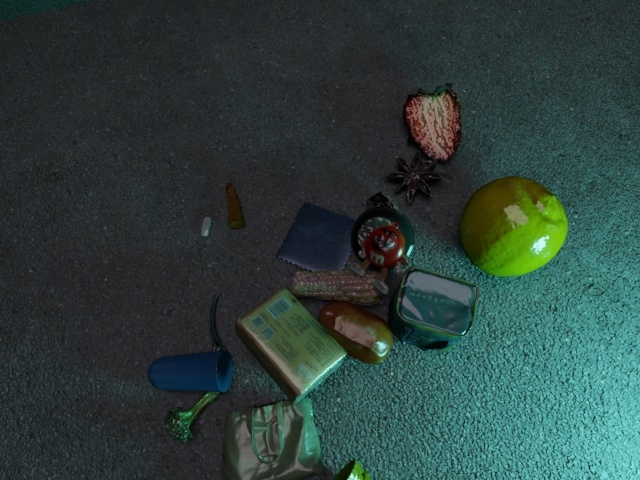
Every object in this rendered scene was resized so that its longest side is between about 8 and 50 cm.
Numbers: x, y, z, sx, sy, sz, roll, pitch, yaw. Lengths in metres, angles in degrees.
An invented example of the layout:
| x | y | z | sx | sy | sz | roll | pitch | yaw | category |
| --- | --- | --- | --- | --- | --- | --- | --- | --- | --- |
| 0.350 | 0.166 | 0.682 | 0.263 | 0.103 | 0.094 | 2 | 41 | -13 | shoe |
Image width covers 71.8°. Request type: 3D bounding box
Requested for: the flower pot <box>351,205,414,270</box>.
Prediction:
| x | y | z | sx | sy | sz | roll | pitch | yaw | category |
| --- | --- | --- | --- | --- | --- | --- | --- | --- | --- |
| 0.210 | -0.010 | 1.553 | 0.235 | 0.148 | 0.236 | 0 | 89 | 14 | flower pot |

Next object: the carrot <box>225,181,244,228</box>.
| x | y | z | sx | sy | sz | roll | pitch | yaw | category |
| --- | --- | --- | --- | --- | --- | --- | --- | --- | --- |
| -0.349 | -0.147 | 1.759 | 0.061 | 0.061 | 0.210 | -15 | 62 | -1 | carrot |

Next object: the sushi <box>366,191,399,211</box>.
| x | y | z | sx | sy | sz | roll | pitch | yaw | category |
| --- | --- | --- | --- | --- | --- | --- | --- | --- | --- |
| 0.243 | -0.114 | 1.672 | 0.078 | 0.091 | 0.150 | -30 | 65 | -13 | sushi |

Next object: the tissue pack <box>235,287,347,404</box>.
| x | y | z | sx | sy | sz | roll | pitch | yaw | category |
| --- | --- | --- | --- | --- | --- | --- | --- | --- | --- |
| -0.102 | 0.352 | 1.431 | 0.238 | 0.239 | 0.305 | -41 | 69 | -12 | tissue pack |

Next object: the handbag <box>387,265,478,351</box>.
| x | y | z | sx | sy | sz | roll | pitch | yaw | category |
| --- | --- | --- | --- | --- | --- | --- | --- | --- | --- |
| 0.354 | 0.231 | 1.428 | 0.262 | 0.241 | 0.223 | 16 | 68 | 11 | handbag |

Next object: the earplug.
| x | y | z | sx | sy | sz | roll | pitch | yaw | category |
| --- | --- | --- | --- | --- | --- | --- | --- | --- | --- |
| -0.445 | 0.439 | 1.474 | 0.272 | 0.132 | 0.133 | -5 | 66 | 11 | earplug |

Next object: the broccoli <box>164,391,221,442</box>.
| x | y | z | sx | sy | sz | roll | pitch | yaw | category |
| --- | --- | --- | --- | --- | --- | --- | --- | --- | --- |
| -0.416 | 0.557 | 1.448 | 0.118 | 0.122 | 0.204 | 46 | 63 | 5 | broccoli |

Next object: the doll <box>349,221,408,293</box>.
| x | y | z | sx | sy | sz | roll | pitch | yaw | category |
| --- | --- | --- | --- | --- | --- | --- | --- | --- | --- |
| 0.204 | 0.045 | 1.435 | 0.183 | 0.085 | 0.217 | 36 | 109 | 22 | doll |

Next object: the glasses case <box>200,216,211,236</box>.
| x | y | z | sx | sy | sz | roll | pitch | yaw | category |
| --- | --- | --- | --- | --- | --- | --- | --- | --- | --- |
| -0.451 | -0.054 | 1.744 | 0.032 | 0.021 | 0.084 | 1 | 67 | 8 | glasses case |

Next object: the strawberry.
| x | y | z | sx | sy | sz | roll | pitch | yaw | category |
| --- | --- | --- | --- | --- | --- | --- | --- | --- | --- |
| 0.460 | -0.462 | 1.799 | 0.233 | 0.137 | 0.307 | -5 | 91 | 23 | strawberry |

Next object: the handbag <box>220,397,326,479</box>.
| x | y | z | sx | sy | sz | roll | pitch | yaw | category |
| --- | --- | --- | --- | --- | --- | --- | --- | --- | --- |
| -0.158 | 0.638 | 1.374 | 0.315 | 0.109 | 0.253 | -12 | 62 | 1 | handbag |

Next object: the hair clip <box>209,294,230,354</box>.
| x | y | z | sx | sy | sz | roll | pitch | yaw | category |
| --- | --- | --- | --- | --- | --- | --- | --- | --- | --- |
| -0.374 | 0.303 | 1.575 | 0.070 | 0.039 | 0.230 | -16 | 65 | 2 | hair clip |

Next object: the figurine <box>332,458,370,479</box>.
| x | y | z | sx | sy | sz | roll | pitch | yaw | category |
| --- | --- | --- | --- | --- | --- | --- | --- | --- | --- |
| 0.169 | 0.797 | 1.252 | 0.315 | 0.168 | 0.187 | 38 | 117 | 10 | figurine |

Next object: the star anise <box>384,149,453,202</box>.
| x | y | z | sx | sy | sz | roll | pitch | yaw | category |
| --- | --- | --- | --- | --- | --- | --- | --- | --- | --- |
| 0.382 | -0.245 | 1.719 | 0.262 | 0.081 | 0.230 | 6 | 67 | 19 | star anise |

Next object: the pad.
| x | y | z | sx | sy | sz | roll | pitch | yaw | category |
| --- | --- | --- | --- | --- | --- | --- | --- | --- | --- |
| 0.000 | 0.000 | 1.686 | 0.269 | 0.012 | 0.269 | 20 | 70 | 13 | pad |

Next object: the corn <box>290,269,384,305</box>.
| x | y | z | sx | sy | sz | roll | pitch | yaw | category |
| --- | --- | --- | --- | --- | --- | --- | --- | --- | --- |
| 0.056 | 0.161 | 1.559 | 0.334 | 0.127 | 0.127 | 3 | 67 | 11 | corn |

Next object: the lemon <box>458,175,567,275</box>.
| x | y | z | sx | sy | sz | roll | pitch | yaw | category |
| --- | --- | --- | --- | --- | --- | --- | --- | --- | --- |
| 0.632 | -0.043 | 1.478 | 0.347 | 0.348 | 0.348 | -2 | 67 | 4 | lemon |

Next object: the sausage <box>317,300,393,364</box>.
| x | y | z | sx | sy | sz | roll | pitch | yaw | category |
| --- | --- | --- | --- | --- | --- | --- | --- | --- | --- |
| 0.111 | 0.302 | 1.467 | 0.267 | 0.153 | 0.141 | 27 | 45 | 15 | sausage |
